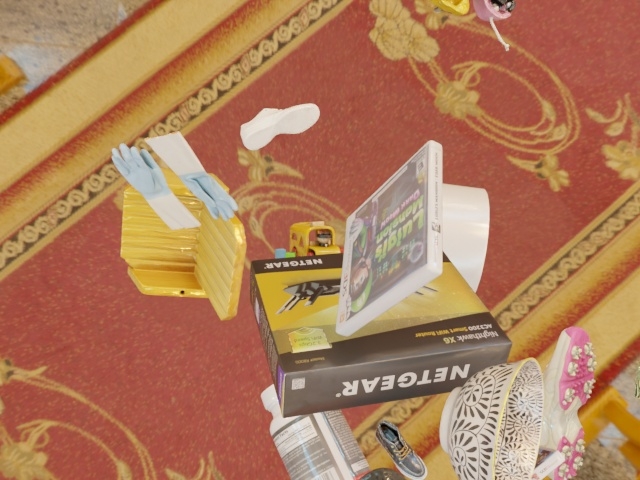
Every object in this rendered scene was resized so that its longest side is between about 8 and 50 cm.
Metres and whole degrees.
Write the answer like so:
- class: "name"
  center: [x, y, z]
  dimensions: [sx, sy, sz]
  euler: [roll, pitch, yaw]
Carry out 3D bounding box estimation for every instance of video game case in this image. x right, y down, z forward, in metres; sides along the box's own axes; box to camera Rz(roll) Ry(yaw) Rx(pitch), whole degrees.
- class: "video game case"
  center: [0.320, 0.419, 1.096]
  dimensions: [0.183, 0.201, 0.023]
  euler: [-37, 75, -4]
- class: "video game case"
  center: [0.078, 0.001, 0.739]
  dimensions: [0.022, 0.190, 0.173]
  euler: [21, 54, -20]

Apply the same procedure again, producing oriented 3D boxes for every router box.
- class: "router box"
  center: [0.070, 0.113, 0.897]
  dimensions: [0.309, 0.243, 0.081]
  euler: [-5, 124, -15]

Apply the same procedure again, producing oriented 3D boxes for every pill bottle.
- class: "pill bottle"
  center: [-0.015, 0.561, 1.774]
  dimensions: [0.210, 0.210, 0.362]
  euler: [-27, 67, -4]

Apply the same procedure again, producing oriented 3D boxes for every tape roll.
- class: "tape roll"
  center: [0.247, 0.000, 1.346]
  dimensions: [0.169, 0.246, 0.246]
  euler: [8, 87, 3]

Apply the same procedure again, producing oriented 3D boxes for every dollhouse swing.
- class: "dollhouse swing"
  center: [-0.383, 0.027, 1.720]
  dimensions: [0.315, 0.305, 0.346]
  euler: [5, 118, -15]

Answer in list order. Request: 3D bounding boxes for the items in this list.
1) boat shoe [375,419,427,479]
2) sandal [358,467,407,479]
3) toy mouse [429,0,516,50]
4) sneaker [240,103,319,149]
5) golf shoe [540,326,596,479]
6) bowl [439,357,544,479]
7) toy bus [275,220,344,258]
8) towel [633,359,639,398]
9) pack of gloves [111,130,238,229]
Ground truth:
- class: "boat shoe"
  center: [0.219, 0.576, 1.738]
  dimensions: [0.065, 0.083, 0.183]
  euler: [-38, 64, -20]
- class: "sandal"
  center: [0.182, 0.540, 1.003]
  dimensions: [0.167, 0.446, 0.107]
  euler: [-45, 135, -10]
- class: "toy mouse"
  center: [0.139, -0.256, 0.584]
  dimensions: [0.161, 0.031, 0.143]
  euler: [45, 66, -20]
- class: "sneaker"
  center: [-0.110, -0.316, 1.639]
  dimensions: [0.212, 0.080, 0.094]
  euler: [-22, 49, -1]
- class: "golf shoe"
  center: [0.458, 0.316, 1.269]
  dimensions: [0.115, 0.140, 0.306]
  euler: [10, 91, -36]
- class: "bowl"
  center: [0.182, 0.205, 0.695]
  dimensions: [0.080, 0.170, 0.170]
  euler: [6, 87, 33]
- class: "toy bus"
  center: [-0.010, -0.001, 1.746]
  dimensions: [0.202, 0.191, 0.104]
  euler: [2, 98, 18]
- class: "towel"
  center: [0.841, 0.337, 1.634]
  dimensions: [0.027, 0.148, 0.110]
  euler: [13, 112, 37]
- class: "pack of gloves"
  center: [-0.272, -0.119, 1.216]
  dimensions: [0.195, 0.232, 0.046]
  euler: [-7, 47, 29]
